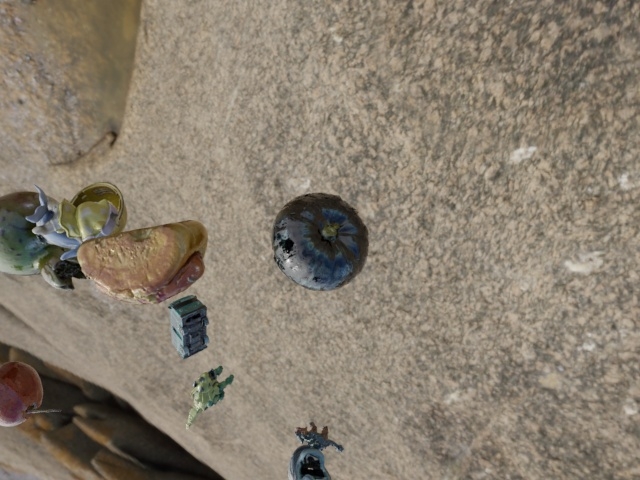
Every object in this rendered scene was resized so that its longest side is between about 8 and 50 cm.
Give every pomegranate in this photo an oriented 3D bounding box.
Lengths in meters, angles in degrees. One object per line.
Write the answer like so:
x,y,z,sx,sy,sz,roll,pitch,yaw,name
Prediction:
-0.744,0.008,1.220,0.306,0.242,0.242,39,136,-12,pomegranate

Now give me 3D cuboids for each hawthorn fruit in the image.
-0.825,0.433,1.243,0.204,0.163,0.162,38,136,14,hawthorn fruit

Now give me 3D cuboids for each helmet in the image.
-0.750,-0.062,1.576,0.206,0.256,0.140,4,159,9,helmet

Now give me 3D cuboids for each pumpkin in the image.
0.000,0.000,1.047,0.233,0.233,0.163,42,151,-1,pumpkin

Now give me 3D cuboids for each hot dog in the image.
-0.348,0.051,0.923,0.257,0.150,0.153,-10,94,12,hot dog

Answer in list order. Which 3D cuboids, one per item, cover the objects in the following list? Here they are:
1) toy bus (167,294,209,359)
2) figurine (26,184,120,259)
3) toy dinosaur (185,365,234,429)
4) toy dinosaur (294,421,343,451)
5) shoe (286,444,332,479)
-0.348,0.223,1.206,0.092,0.079,0.160,38,134,33,toy bus
-0.567,-0.041,1.053,0.184,0.128,0.208,-21,147,15,figurine
-0.389,0.530,1.551,0.094,0.153,0.259,32,110,24,toy dinosaur
-0.003,0.470,1.084,0.154,0.055,0.049,33,109,-27,toy dinosaur
-0.018,0.512,1.015,0.092,0.207,0.105,10,93,-10,shoe
